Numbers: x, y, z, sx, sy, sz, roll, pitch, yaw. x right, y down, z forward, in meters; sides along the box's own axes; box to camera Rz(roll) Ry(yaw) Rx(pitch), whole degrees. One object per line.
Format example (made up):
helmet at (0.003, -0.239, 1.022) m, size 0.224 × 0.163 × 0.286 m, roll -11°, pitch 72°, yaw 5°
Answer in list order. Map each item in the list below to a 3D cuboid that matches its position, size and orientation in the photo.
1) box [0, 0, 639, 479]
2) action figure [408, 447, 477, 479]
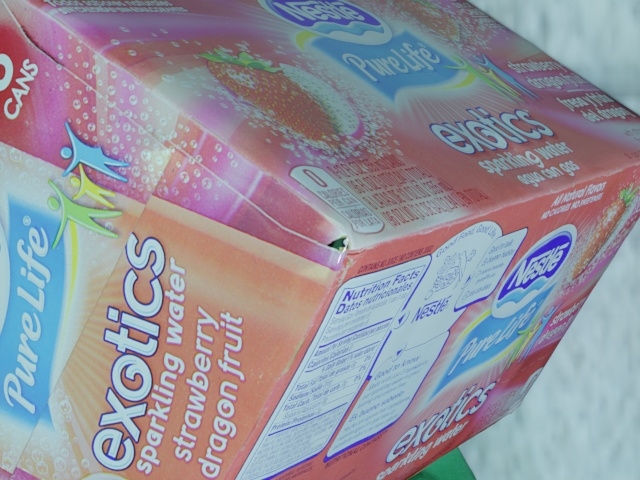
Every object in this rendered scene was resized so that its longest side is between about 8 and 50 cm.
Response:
box at (0.000, 0.000, 0.541) m, size 0.142 × 0.300 × 0.154 m, roll 38°, pitch 115°, yaw 20°
action figure at (-0.011, 0.120, 0.608) m, size 0.063 × 0.232 × 0.137 m, roll -41°, pitch 77°, yaw 30°
